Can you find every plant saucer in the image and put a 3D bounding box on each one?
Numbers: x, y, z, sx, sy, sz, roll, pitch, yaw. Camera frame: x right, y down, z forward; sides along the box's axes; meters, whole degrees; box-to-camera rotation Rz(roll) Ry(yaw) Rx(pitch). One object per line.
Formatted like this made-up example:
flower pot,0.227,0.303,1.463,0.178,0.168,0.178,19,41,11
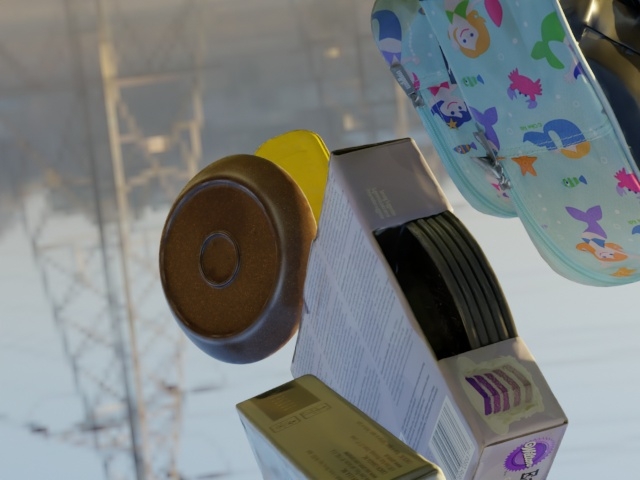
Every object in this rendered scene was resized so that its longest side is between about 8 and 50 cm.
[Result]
plant saucer,-0.073,0.015,1.588,0.168,0.168,0.029,-2,177,41

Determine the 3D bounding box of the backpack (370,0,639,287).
backpack,0.168,-0.102,1.135,0.191,0.253,0.225,-22,-164,47

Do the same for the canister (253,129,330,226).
canister,0.000,0.000,1.728,0.073,0.126,0.170,-22,143,-1

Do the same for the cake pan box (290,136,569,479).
cake pan box,0.062,0.099,1.339,0.070,0.246,0.267,-15,144,-20

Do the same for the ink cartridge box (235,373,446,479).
ink cartridge box,0.044,0.211,1.108,0.060,0.239,0.275,-22,-170,-10
